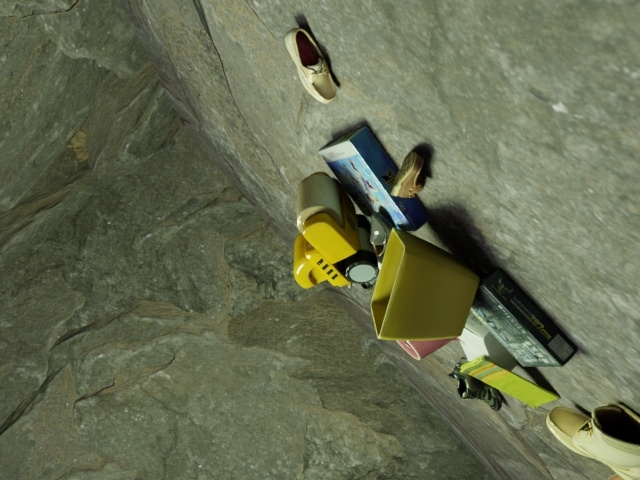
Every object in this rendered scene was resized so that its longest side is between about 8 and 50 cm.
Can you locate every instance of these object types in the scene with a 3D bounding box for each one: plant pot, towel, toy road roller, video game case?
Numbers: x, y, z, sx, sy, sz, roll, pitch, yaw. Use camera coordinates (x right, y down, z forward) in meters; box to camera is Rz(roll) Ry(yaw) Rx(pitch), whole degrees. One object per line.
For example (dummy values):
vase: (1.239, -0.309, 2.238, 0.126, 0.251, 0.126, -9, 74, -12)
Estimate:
plant pot: (0.239, 0.112, 1.125, 0.187, 0.213, 0.212, 14, -167, -2)
towel: (0.496, 0.377, 1.292, 0.237, 0.021, 0.102, 27, 146, -4)
toy road roller: (0.000, 0.000, 1.357, 0.329, 0.240, 0.203, 47, -153, -37)
plant pot: (0.318, 0.254, 1.483, 0.201, 0.180, 0.201, 47, 168, 13)
video game case: (0.125, -0.145, 1.229, 0.270, 0.061, 0.244, 52, 170, -14)

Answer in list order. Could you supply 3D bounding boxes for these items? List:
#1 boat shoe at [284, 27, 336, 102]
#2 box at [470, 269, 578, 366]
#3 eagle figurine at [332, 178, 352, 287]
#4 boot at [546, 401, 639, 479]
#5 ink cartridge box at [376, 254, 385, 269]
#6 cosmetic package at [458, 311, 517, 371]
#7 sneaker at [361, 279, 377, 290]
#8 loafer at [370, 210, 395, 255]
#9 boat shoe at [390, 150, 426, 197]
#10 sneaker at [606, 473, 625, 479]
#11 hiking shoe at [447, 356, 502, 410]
boat shoe: (-0.017, -0.368, 1.035, 0.170, 0.063, 0.059, 55, 174, -21)
box: (0.432, 0.181, 1.105, 0.233, 0.059, 0.183, 48, 168, 9)
eagle figurine: (0.044, -0.030, 1.609, 0.298, 0.225, 0.226, 44, -166, -33)
boot: (0.614, 0.419, 1.087, 0.262, 0.095, 0.204, 31, 159, 54)
ink cartridge box: (0.240, 0.089, 1.435, 0.060, 0.104, 0.180, 32, 160, 50)
cosmetic package: (0.441, 0.273, 1.316, 0.117, 0.085, 0.231, 35, 161, 50)
sneaker: (0.189, 0.163, 1.956, 0.063, 0.074, 0.170, 48, 169, 7)
loafer: (0.154, -0.013, 1.244, 0.062, 0.061, 0.170, 37, 168, 35)
boat shoe: (0.194, -0.134, 1.024, 0.060, 0.064, 0.178, 18, 167, 3)
sneaker: (0.775, 0.640, 1.191, 0.121, 0.108, 0.302, 42, 175, 29)
hiking shoe: (0.528, 0.514, 1.688, 0.227, 0.114, 0.086, 51, 169, -5)
